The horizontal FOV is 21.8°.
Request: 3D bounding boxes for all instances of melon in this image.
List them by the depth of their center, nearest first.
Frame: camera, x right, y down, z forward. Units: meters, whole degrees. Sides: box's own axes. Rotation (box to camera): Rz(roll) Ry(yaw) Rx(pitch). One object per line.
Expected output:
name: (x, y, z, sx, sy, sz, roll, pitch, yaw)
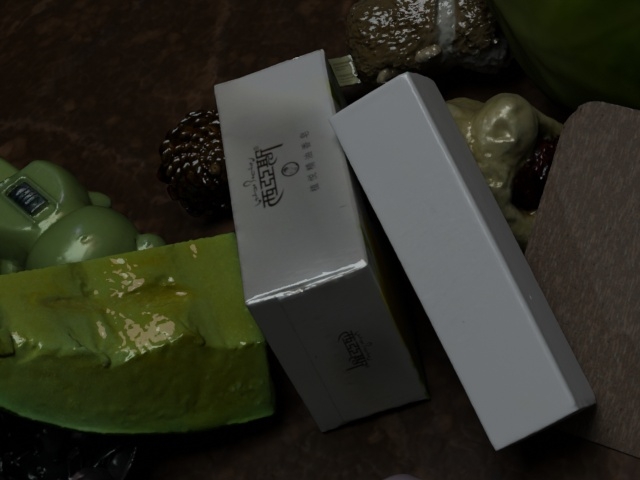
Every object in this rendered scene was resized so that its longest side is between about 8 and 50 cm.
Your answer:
melon: (-0.199, 0.073, 1.390, 0.323, 0.124, 0.196, -3, 49, -25)

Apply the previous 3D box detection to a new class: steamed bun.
steamed bun: (0.147, -0.061, 1.428, 0.172, 0.155, 0.141, 4, 55, 26)

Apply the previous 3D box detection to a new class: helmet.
helmet: (-0.237, 0.191, 1.406, 0.153, 0.107, 0.177, 18, 28, 3)

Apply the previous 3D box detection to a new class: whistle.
whistle: (-0.259, -0.006, 1.584, 0.131, 0.106, 0.288, -41, 50, -17)

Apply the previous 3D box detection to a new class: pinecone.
pinecone: (-0.105, -0.081, 1.595, 0.102, 0.102, 0.109, -9, 39, 16)

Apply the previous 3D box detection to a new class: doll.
doll: (0.087, -0.194, 1.602, 0.221, 0.105, 0.115, -18, 89, 18)

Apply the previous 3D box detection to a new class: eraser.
eraser: (0.113, 0.015, 1.323, 0.078, 0.076, 0.298, -29, 78, 18)

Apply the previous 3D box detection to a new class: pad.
pad: (0.241, 0.029, 1.326, 0.176, 0.002, 0.266, 17, 90, 32)

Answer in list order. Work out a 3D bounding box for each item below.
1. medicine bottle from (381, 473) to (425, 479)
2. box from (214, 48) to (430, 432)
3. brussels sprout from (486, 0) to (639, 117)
medicine bottle: (0.138, 0.265, 1.175, 0.249, 0.133, 0.133, 19, 61, 32)
box: (0.000, 0.000, 1.412, 0.111, 0.194, 0.260, -17, 49, 9)
brussels sprout: (0.331, -0.256, 1.388, 0.425, 0.342, 0.361, -23, 63, 23)
